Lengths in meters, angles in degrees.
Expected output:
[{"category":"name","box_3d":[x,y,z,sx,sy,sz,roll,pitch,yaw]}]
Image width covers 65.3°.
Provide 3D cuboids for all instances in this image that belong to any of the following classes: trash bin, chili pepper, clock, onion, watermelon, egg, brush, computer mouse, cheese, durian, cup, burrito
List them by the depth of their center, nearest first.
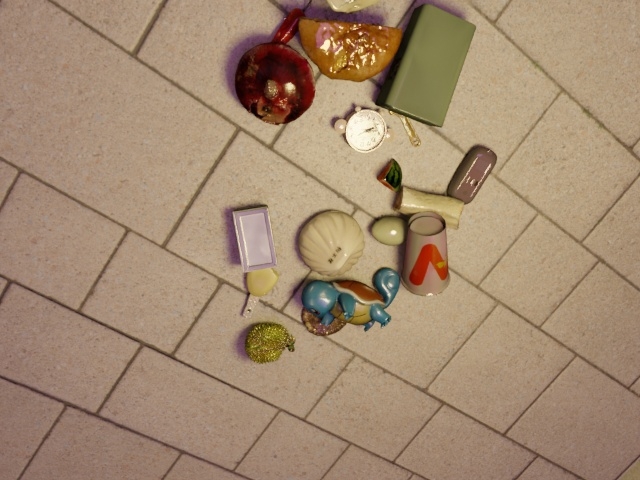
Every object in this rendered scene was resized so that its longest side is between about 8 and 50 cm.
[{"category":"onion","box_3d":[-0.152,-0.494,1.623,0.271,0.195,0.272,4,123,6]},{"category":"chili pepper","box_3d":[-0.112,-0.688,1.642,0.059,0.050,0.268,38,103,-23]},{"category":"trash bin","box_3d":[0.355,-0.587,1.698,0.222,0.158,0.344,16,101,-14]},{"category":"clock","box_3d":[0.158,-0.397,1.791,0.229,0.063,0.156,6,107,-14]},{"category":"brush","box_3d":[0.311,-0.436,1.824,0.082,0.010,0.218,-30,112,3]},{"category":"watermelon","box_3d":[0.257,-0.226,1.873,0.094,0.125,0.135,-2,135,24]},{"category":"cup","box_3d":[0.397,0.045,1.875,0.202,0.203,0.289,-13,132,-4]},{"category":"burrito","box_3d":[0.428,-0.120,1.904,0.298,0.143,0.105,13,72,-12]},{"category":"computer mouse","box_3d":[0.580,-0.248,1.914,0.120,0.057,0.232,21,110,-17]},{"category":"egg","box_3d":[0.270,-0.036,1.916,0.152,0.114,0.114,-1,111,-4]},{"category":"cheese","box_3d":[-0.247,0.195,1.961,0.127,0.050,0.256,16,108,-14]},{"category":"durian","box_3d":[-0.213,0.399,1.998,0.198,0.146,0.159,-31,113,-13]}]

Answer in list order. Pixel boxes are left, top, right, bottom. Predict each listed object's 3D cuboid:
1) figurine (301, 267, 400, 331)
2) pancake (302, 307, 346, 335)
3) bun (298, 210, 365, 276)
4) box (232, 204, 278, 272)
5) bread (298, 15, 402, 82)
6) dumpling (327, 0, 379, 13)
[{"category":"figurine","box_3d":[0.138,0.249,1.939,0.415,0.298,0.243,-8,87,-18]},{"category":"pancake","box_3d":[0.020,0.313,2.062,0.199,0.021,0.200,-3,112,-8]},{"category":"bun","box_3d":[0.055,0.036,1.868,0.262,0.175,0.263,-6,116,-13]},{"category":"box","box_3d":[-0.239,-0.007,1.838,0.129,0.086,0.225,-10,99,-5]},{"category":"bread","box_3d":[0.080,-0.617,1.618,0.339,0.194,0.179,-3,118,-17]},{"category":"dumpling","box_3d":[0.113,-0.861,1.576,0.318,0.187,0.243,-44,71,1]}]
